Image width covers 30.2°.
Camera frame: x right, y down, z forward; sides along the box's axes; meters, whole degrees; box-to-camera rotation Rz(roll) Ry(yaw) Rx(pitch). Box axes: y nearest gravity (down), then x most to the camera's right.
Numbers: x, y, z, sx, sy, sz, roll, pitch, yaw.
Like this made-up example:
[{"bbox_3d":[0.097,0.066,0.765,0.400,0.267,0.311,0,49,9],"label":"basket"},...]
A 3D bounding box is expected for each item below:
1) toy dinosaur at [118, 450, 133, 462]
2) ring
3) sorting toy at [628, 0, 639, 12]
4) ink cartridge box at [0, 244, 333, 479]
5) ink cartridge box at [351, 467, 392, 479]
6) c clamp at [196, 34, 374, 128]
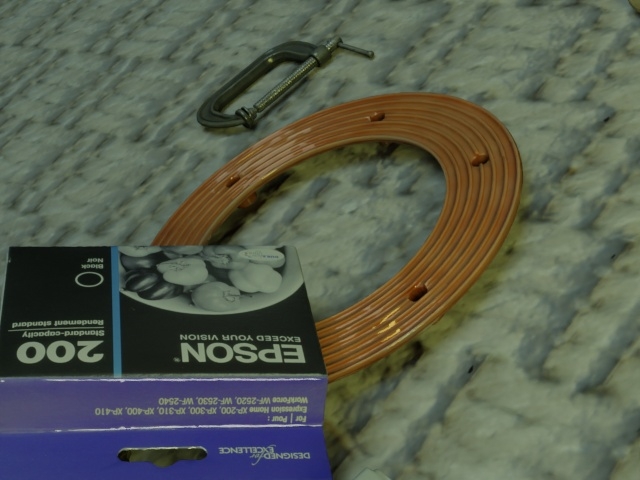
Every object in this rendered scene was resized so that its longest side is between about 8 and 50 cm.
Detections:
[{"bbox_3d":[-0.229,0.155,0.762,0.160,0.121,0.313,19,16,37],"label":"toy dinosaur"},{"bbox_3d":[0.000,0.000,0.927,0.337,0.032,0.336,-21,36,16],"label":"ring"},{"bbox_3d":[0.352,-0.270,1.002,0.307,0.041,0.229,7,53,42],"label":"sorting toy"},{"bbox_3d":[-0.104,0.074,0.762,0.206,0.045,0.208,0,34,-11],"label":"ink cartridge box"},{"bbox_3d":[0.009,0.220,0.598,0.175,0.072,0.127,-39,36,-13],"label":"ink cartridge box"},{"bbox_3d":[-0.046,-0.157,1.169,0.161,0.022,0.137,-39,35,-13],"label":"c clamp"}]
